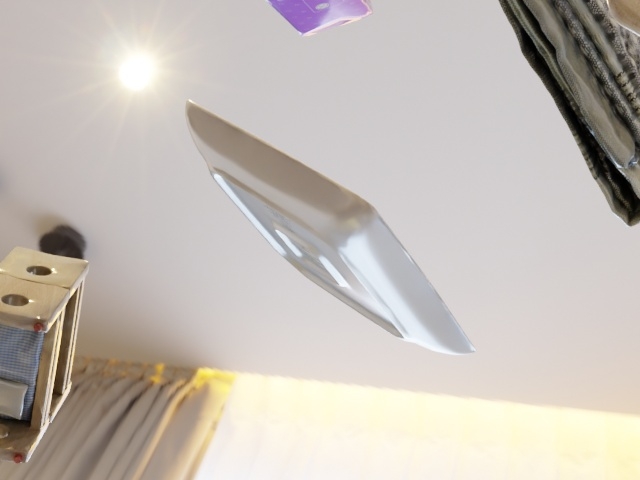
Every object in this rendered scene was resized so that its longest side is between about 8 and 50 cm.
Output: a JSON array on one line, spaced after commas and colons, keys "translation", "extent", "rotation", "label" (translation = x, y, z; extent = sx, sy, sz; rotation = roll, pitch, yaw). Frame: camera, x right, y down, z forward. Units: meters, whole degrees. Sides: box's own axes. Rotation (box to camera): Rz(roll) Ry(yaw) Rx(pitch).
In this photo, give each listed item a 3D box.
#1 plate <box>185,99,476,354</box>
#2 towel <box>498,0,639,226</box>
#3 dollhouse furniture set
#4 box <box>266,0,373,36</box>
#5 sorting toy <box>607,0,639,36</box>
[{"translation": [0.000, 0.000, 0.970], "extent": [0.277, 0.045, 0.278], "rotation": [33, -12, 41], "label": "plate"}, {"translation": [0.228, -0.217, 0.727], "extent": [0.056, 0.324, 0.312], "rotation": [-11, -57, 47], "label": "towel"}, {"translation": [-0.302, 0.078, 0.804], "extent": [0.183, 0.129, 0.129], "rotation": [12, -71, -3], "label": "dollhouse furniture set"}, {"translation": [-0.047, -0.295, 0.607], "extent": [0.057, 0.201, 0.293], "rotation": [-15, -99, 14], "label": "box"}, {"translation": [0.260, -0.117, 0.525], "extent": [0.193, 0.208, 0.038], "rotation": [33, -53, 10], "label": "sorting toy"}]
